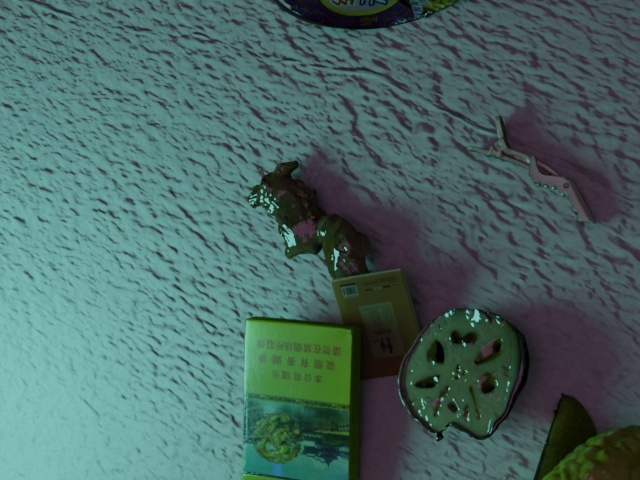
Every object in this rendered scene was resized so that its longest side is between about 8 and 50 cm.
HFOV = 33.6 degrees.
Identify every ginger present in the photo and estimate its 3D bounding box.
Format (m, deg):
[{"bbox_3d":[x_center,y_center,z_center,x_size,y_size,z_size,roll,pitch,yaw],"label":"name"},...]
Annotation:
[{"bbox_3d":[-0.002,-0.002,1.679,0.122,0.084,0.290,-45,71,6],"label":"ginger"}]

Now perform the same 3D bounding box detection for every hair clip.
[{"bbox_3d":[0.328,-0.105,1.579,0.226,0.034,0.072,36,98,21],"label":"hair clip"}]

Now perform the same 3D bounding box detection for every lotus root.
[{"bbox_3d":[0.222,0.201,1.572,0.183,0.078,0.203,38,96,32],"label":"lotus root"}]

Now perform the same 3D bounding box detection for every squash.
[{"bbox_3d":[0.354,0.371,1.528,0.093,0.169,0.252,13,56,21],"label":"squash"}]

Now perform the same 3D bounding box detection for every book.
[{"bbox_3d":[0.092,0.130,1.626,0.118,0.012,0.172,-10,107,22],"label":"book"}]

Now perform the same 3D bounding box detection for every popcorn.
[{"bbox_3d":[0.411,0.357,1.396,0.174,0.286,0.225,-37,46,55],"label":"popcorn"}]

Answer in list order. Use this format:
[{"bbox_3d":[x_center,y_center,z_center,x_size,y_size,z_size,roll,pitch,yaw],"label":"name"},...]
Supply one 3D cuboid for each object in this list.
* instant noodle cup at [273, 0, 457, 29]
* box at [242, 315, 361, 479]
[{"bbox_3d":[0.076,-0.514,1.594,0.340,0.340,0.265,-11,70,21],"label":"instant noodle cup"},{"bbox_3d":[-0.031,0.292,1.657,0.187,0.047,0.334,3,96,22],"label":"box"}]
